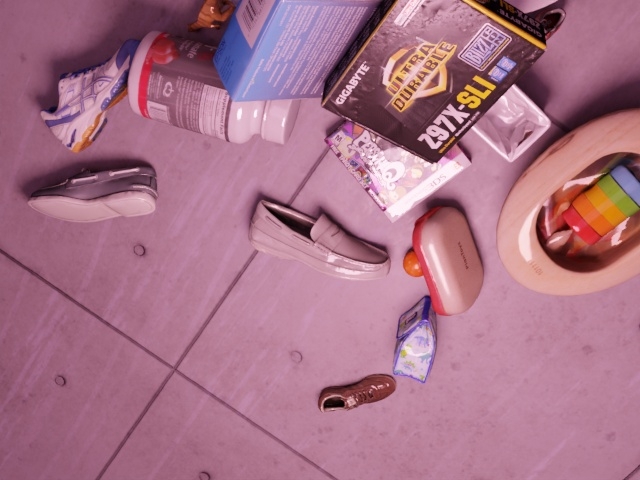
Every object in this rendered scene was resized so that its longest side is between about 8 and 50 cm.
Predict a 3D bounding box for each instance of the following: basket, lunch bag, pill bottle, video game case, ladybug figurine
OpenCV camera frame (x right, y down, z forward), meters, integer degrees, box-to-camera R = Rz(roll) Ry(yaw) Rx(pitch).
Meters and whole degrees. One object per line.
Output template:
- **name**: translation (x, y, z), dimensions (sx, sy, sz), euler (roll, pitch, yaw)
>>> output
- **basket**: translation (0.348, -0.253, 1.459), dimensions (0.167, 0.103, 0.113), euler (42, 111, -5)
- **lunch bag**: translation (0.212, 0.210, 1.635), dimensions (0.096, 0.129, 0.151), euler (16, 112, 4)
- **pill bottle**: translation (-0.206, -0.296, 1.507), dimensions (0.318, 0.176, 0.176), euler (16, 111, 4)
- **video game case**: translation (0.159, -0.186, 1.551), dimensions (0.210, 0.042, 0.232), euler (-37, 99, 19)
- **ladybug figurine**: translation (0.544, -0.082, 1.451), dimensions (0.449, 0.162, 0.305), euler (-38, 98, 21)

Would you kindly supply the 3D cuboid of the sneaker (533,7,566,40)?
- **sneaker**: translation (0.393, -0.381, 1.401), dimensions (0.061, 0.065, 0.158), euler (44, 88, -3)

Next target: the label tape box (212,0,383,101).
- **label tape box**: translation (0.010, -0.379, 1.369), dimensions (0.115, 0.347, 0.249), euler (63, 143, 20)

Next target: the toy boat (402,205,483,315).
- **toy boat**: translation (0.240, 0.048, 1.584), dimensions (0.151, 0.151, 0.231), euler (-7, 110, 45)

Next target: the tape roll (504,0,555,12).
- **tape roll**: translation (0.332, -0.599, 1.342), dimensions (0.392, 0.072, 0.392), euler (3, 106, 10)

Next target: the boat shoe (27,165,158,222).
- **boat shoe**: translation (-0.508, -0.109, 1.692), dimensions (0.319, 0.116, 0.099), euler (-3, 66, 18)

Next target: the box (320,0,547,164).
- **box**: translation (0.188, -0.302, 1.311), dimensions (0.257, 0.079, 0.322), euler (24, 137, -18)

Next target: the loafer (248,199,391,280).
- **loafer**: translation (0.000, 0.000, 1.609), dimensions (0.319, 0.112, 0.111), euler (16, 120, 5)

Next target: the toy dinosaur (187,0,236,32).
- **toy dinosaur**: translation (-0.207, -0.455, 1.465), dimensions (0.112, 0.211, 0.064), euler (-2, 69, -24)

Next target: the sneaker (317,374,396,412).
- **sneaker**: translation (0.084, 0.366, 1.744), dimensions (0.188, 0.071, 0.066), euler (-17, 105, 16)

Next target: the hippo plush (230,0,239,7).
- **hippo plush**: translation (-0.089, -0.537, 1.365), dimensions (0.236, 0.294, 0.234), euler (-31, 68, 12)

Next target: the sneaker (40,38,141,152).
- **sneaker**: translation (-0.486, -0.324, 1.585), dimensions (0.131, 0.112, 0.296), euler (42, 110, -5)
